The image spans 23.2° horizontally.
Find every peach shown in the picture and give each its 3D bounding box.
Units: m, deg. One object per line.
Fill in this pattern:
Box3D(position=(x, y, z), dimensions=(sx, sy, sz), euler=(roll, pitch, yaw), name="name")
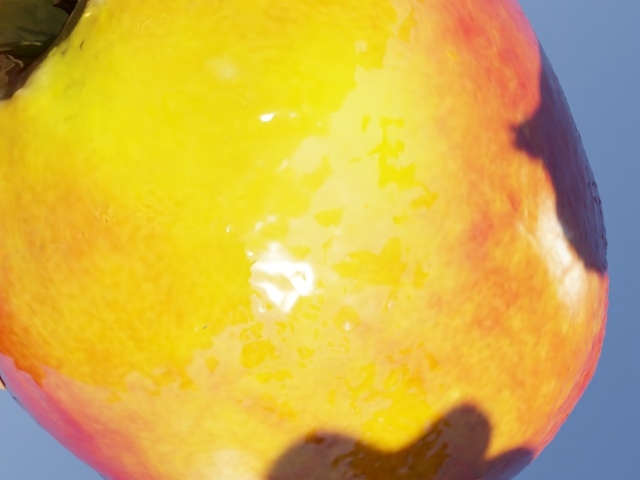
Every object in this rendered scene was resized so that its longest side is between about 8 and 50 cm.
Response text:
Box3D(position=(0.000, 0.000, 0.814), dimensions=(0.242, 0.380, 0.306), euler=(-14, -126, 41), name="peach")
